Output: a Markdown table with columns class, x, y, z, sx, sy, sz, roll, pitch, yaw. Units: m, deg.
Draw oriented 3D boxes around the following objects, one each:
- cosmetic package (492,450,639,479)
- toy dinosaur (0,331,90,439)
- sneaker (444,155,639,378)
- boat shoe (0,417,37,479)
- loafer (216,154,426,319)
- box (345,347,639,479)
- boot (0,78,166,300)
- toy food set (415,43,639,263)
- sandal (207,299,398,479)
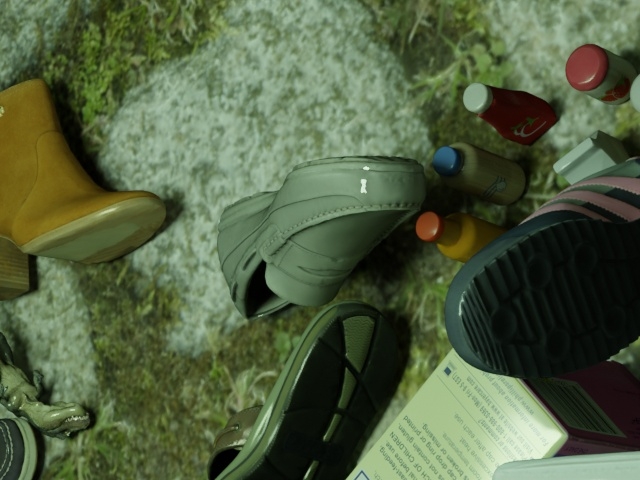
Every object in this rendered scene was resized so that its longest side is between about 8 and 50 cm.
| class | x | y | z | sx | sy | sz | roll | pitch | yaw |
| --- | --- | --- | --- | --- | --- | --- | --- | --- | --- |
| cosmetic package | 0.320 | 0.328 | 1.004 | 0.327 | 0.329 | 0.394 | -11 | 73 | 39 |
| toy dinosaur | -0.344 | 0.118 | 1.765 | 0.064 | 0.118 | 0.268 | -38 | 46 | -21 |
| sneaker | 0.182 | 0.017 | 1.235 | 0.131 | 0.319 | 0.112 | 1 | 107 | 50 |
| boat shoe | -0.413 | 0.268 | 1.796 | 0.285 | 0.092 | 0.103 | -31 | 61 | 31 |
| loafer | 0.000 | 0.000 | 1.458 | 0.319 | 0.112 | 0.111 | 153 | 116 | -65 |
| box | 0.132 | 0.203 | 1.271 | 0.243 | 0.213 | 0.117 | -52 | 53 | 17 |
| boot | -0.278 | -0.074 | 1.763 | 0.295 | 0.104 | 0.211 | -23 | 66 | 39 |
| toy food set | 0.176 | -0.081 | 1.378 | 0.232 | 0.104 | 0.111 | -39 | 57 | 27 |
| sandal | -0.036 | 0.183 | 1.499 | 0.303 | 0.120 | 0.086 | -57 | 34 | 2 |
